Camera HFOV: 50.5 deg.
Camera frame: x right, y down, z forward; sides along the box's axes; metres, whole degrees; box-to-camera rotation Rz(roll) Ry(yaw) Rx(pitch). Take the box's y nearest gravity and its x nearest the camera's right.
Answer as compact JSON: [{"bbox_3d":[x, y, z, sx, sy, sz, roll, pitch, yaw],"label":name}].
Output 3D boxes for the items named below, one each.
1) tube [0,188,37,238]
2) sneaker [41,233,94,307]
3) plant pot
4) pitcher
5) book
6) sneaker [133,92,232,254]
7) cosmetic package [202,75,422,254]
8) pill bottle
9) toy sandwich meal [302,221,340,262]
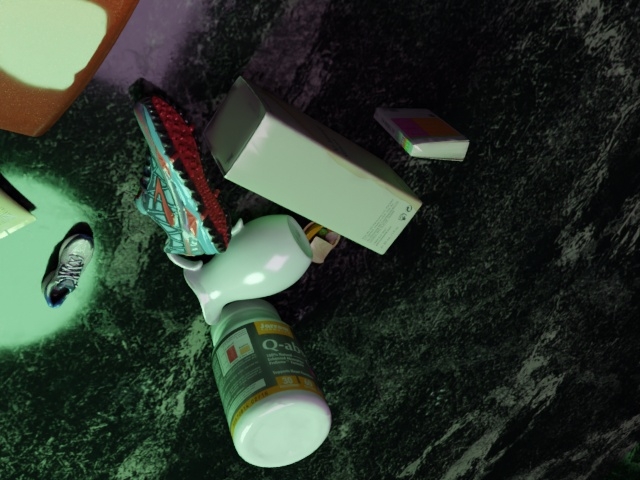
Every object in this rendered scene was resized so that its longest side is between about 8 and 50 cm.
[{"bbox_3d":[-0.506,-0.084,0.928,0.070,0.062,0.240,3,143,30],"label":"tube"},{"bbox_3d":[-0.392,0.052,1.062,0.052,0.058,0.135,21,112,-32],"label":"sneaker"},{"bbox_3d":[-0.363,-0.272,0.738,0.267,0.267,0.235,12,129,-28],"label":"plant pot"},{"bbox_3d":[-0.135,0.023,1.119,0.207,0.125,0.177,-28,114,12],"label":"pitcher"},{"bbox_3d":[0.156,-0.174,1.074,0.096,0.144,0.035,-1,123,-21],"label":"book"},{"bbox_3d":[-0.232,-0.083,1.003,0.125,0.104,0.261,-12,114,16],"label":"sneaker"},{"bbox_3d":[-0.010,-0.110,1.043,0.310,0.160,0.113,26,109,-35],"label":"cosmetic package"},{"bbox_3d":[-0.097,0.232,1.165,0.162,0.278,0.162,-11,127,-15],"label":"pill bottle"},{"bbox_3d":[0.000,0.000,1.203,0.086,0.029,0.085,-11,126,-15],"label":"toy sandwich meal"}]
